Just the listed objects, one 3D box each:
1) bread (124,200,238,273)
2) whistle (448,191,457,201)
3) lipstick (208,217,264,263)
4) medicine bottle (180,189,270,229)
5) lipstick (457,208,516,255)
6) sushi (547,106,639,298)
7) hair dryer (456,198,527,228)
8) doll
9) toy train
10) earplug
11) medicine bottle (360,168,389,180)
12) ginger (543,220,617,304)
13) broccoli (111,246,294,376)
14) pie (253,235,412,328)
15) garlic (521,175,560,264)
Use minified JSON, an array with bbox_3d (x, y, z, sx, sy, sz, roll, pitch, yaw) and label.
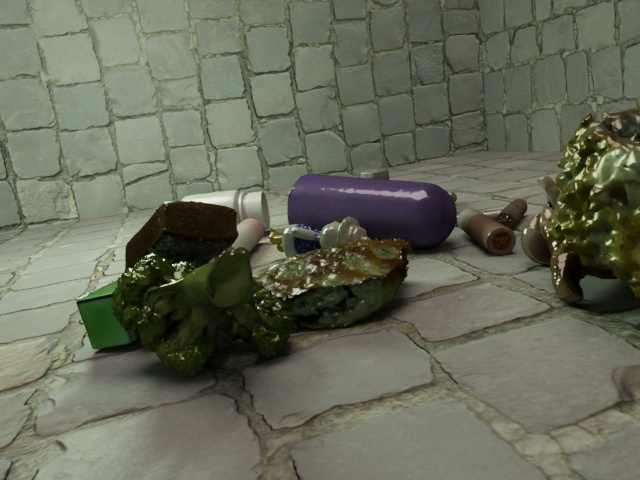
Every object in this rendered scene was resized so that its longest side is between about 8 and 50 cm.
[{"bbox_3d":[-0.337,0.012,1.187,0.165,0.113,0.416,1,-14,-30],"label":"bread"},{"bbox_3d":[0.412,-0.132,1.775,0.126,0.067,0.258,8,15,31],"label":"whistle"},{"bbox_3d":[-0.242,0.007,1.511,0.087,0.087,0.327,-6,13,8],"label":"lipstick"},{"bbox_3d":[-0.333,-0.090,1.798,0.293,0.170,0.170,-8,13,6],"label":"medicine bottle"},{"bbox_3d":[0.416,-0.027,1.300,0.070,0.070,0.254,-8,13,1],"label":"lipstick"},{"bbox_3d":[0.549,-0.039,0.736,0.351,0.240,0.396,-11,34,-26],"label":"sushi"},{"bbox_3d":[0.483,-0.069,1.518,0.220,0.053,0.195,-7,10,35],"label":"hair dryer"},{"bbox_3d":[0.000,0.000,1.336,0.293,0.119,0.138,-1,-29,34],"label":"doll"},{"bbox_3d":[-0.340,0.119,1.016,0.188,0.132,0.243,-11,10,14],"label":"toy train"},{"bbox_3d":[0.145,-0.077,1.404,0.456,0.215,0.215,4,18,33],"label":"earplug"},{"bbox_3d":[0.179,-0.125,1.599,0.088,0.188,0.132,-4,14,17],"label":"medicine bottle"},{"bbox_3d":[0.522,0.009,0.960,0.333,0.080,0.166,-18,56,-21],"label":"ginger"},{"bbox_3d":[-0.166,0.126,0.799,0.302,0.186,0.254,6,-21,46],"label":"broccoli"},{"bbox_3d":[0.021,0.076,1.027,0.355,0.103,0.288,-12,13,-1],"label":"pie"},{"bbox_3d":[0.474,-0.034,1.062,0.131,0.194,0.127,-22,6,-39],"label":"garlic"}]
